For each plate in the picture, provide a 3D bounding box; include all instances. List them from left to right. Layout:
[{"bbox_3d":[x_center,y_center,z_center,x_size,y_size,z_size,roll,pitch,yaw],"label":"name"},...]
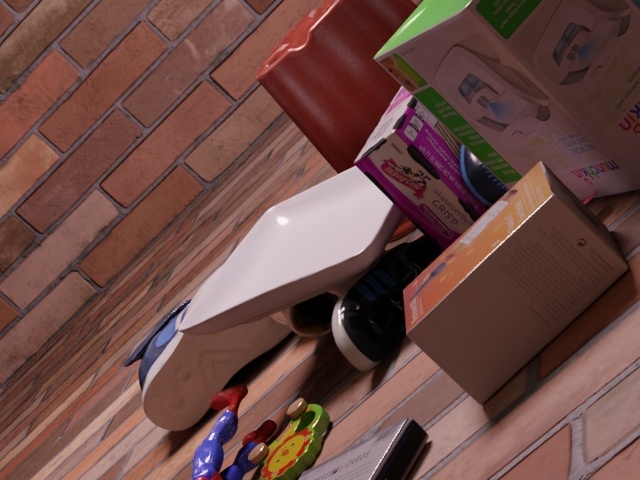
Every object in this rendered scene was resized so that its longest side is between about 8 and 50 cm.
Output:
[{"bbox_3d":[0.000,0.000,1.943,0.277,0.045,0.278,-23,19,34],"label":"plate"}]

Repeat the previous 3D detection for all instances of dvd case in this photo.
[{"bbox_3d":[-0.015,0.264,1.465,0.179,0.029,0.239,-35,15,50],"label":"dvd case"}]

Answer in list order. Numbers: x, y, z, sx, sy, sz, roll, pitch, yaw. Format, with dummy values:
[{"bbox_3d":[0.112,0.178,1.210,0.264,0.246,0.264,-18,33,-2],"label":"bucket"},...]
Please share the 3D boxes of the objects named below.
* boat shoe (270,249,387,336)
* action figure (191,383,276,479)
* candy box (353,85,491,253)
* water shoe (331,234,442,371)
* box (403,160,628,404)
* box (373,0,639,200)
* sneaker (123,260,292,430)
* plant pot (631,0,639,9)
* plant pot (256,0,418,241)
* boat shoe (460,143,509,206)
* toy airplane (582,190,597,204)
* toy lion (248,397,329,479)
[{"bbox_3d":[-0.011,0.067,2.035,0.096,0.098,0.277,-50,12,-26],"label":"boat shoe"},{"bbox_3d":[-0.137,0.268,1.790,0.139,0.091,0.280,-36,12,20],"label":"action figure"},{"bbox_3d":[0.146,-0.104,1.884,0.071,0.159,0.233,-37,14,36],"label":"candy box"},{"bbox_3d":[0.074,0.055,1.805,0.080,0.073,0.203,-37,14,35],"label":"water shoe"},{"bbox_3d":[0.161,0.034,1.468,0.170,0.091,0.130,-44,10,11],"label":"box"},{"bbox_3d":[0.207,-0.156,1.624,0.127,0.231,0.262,-48,10,-14],"label":"box"},{"bbox_3d":[-0.126,0.093,2.315,0.323,0.130,0.236,-50,13,12],"label":"sneaker"},{"bbox_3d":[0.300,-0.414,2.002,0.290,0.195,0.290,-169,90,-82],"label":"plant pot"},{"bbox_3d":[0.079,-0.187,2.182,0.272,0.265,0.272,-44,10,9],"label":"plant pot"},{"bbox_3d":[0.226,-0.138,1.844,0.089,0.109,0.258,-32,19,44],"label":"boat shoe"},{"bbox_3d":[0.197,0.005,1.606,0.151,0.028,0.151,-39,10,8],"label":"toy airplane"},{"bbox_3d":[-0.025,0.207,1.745,0.100,0.034,0.096,-49,17,-18],"label":"toy lion"}]
